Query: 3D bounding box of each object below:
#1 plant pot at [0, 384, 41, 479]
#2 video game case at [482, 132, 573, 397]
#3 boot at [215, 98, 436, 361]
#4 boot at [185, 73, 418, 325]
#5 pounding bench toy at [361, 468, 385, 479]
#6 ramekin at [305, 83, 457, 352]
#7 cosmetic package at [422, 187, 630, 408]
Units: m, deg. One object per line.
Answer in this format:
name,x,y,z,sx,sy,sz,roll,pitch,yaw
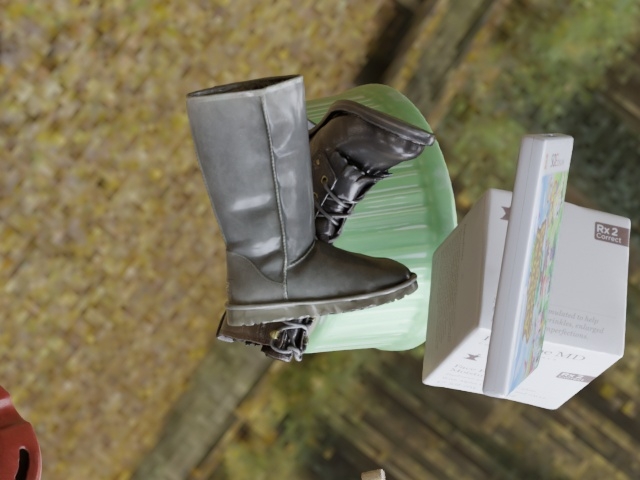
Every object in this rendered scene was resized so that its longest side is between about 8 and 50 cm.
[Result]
plant pot,-0.409,0.257,1.706,0.265,0.272,0.272,-49,177,33
video game case,0.178,0.016,1.529,0.193,0.023,0.212,-14,113,-75
boot,0.000,0.000,1.638,0.263,0.091,0.229,-8,-116,62
boot,-0.014,-0.039,1.561,0.189,0.209,0.076,-8,-176,-17
pounding bench toy,0.060,0.245,1.621,0.065,0.052,0.083,11,73,-73
ramekin,0.011,-0.017,2.016,0.148,0.303,0.303,-8,150,-28
cosmetic package,0.202,0.061,1.805,0.184,0.151,0.151,123,-24,-65
